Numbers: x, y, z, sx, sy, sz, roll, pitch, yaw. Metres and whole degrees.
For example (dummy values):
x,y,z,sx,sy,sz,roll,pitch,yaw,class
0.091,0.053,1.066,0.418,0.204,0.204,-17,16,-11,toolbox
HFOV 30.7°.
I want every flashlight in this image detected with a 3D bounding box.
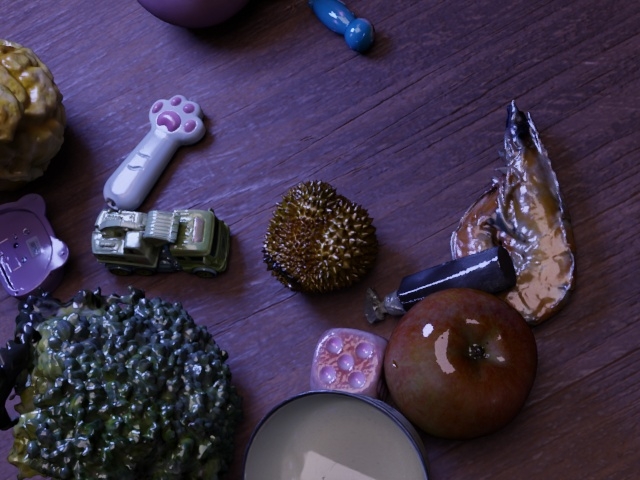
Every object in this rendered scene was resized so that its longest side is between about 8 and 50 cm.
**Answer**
x,y,z,sx,sy,sz,roll,pitch,yaw,class
-0.249,-0.129,1.719,0.093,0.047,0.200,31,77,21,flashlight
0.029,-0.329,1.741,0.129,0.051,0.051,40,81,25,flashlight

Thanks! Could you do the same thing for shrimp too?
x,y,z,sx,sy,sz,roll,pitch,yaw,class
0.252,-0.035,1.568,0.164,0.062,0.317,-8,70,11,shrimp

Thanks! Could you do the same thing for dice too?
x,y,z,sx,sy,sz,roll,pitch,yaw,class
0.041,0.169,1.510,0.091,0.093,0.094,10,71,15,dice

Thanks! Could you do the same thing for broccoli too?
x,y,z,sx,sy,sz,roll,pitch,yaw,class
-0.266,0.200,1.458,0.272,0.324,0.334,-40,54,5,broccoli

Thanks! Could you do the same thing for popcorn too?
x,y,z,sx,sy,sz,roll,pitch,yaw,class
-0.500,-0.180,1.643,0.265,0.332,0.225,3,94,-4,popcorn

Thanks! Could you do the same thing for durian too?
x,y,z,sx,sy,sz,roll,pitch,yaw,class
0.000,0.000,1.570,0.158,0.137,0.168,13,61,38,durian

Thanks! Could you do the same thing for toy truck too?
x,y,z,sx,sy,sz,roll,pitch,yaw,class
-0.231,-0.005,1.626,0.191,0.116,0.085,1,70,13,toy truck

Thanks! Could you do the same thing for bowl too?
x,y,z,sx,sy,sz,roll,pitch,yaw,class
0.033,0.289,1.423,0.237,0.126,0.238,1,92,18,bowl

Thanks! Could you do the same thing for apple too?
x,y,z,sx,sy,sz,roll,pitch,yaw,class
0.173,0.151,1.433,0.188,0.174,0.188,2,74,-7,apple

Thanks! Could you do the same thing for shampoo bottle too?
x,y,z,sx,sy,sz,roll,pitch,yaw,class
0.151,0.062,1.530,0.207,0.057,0.063,-20,36,24,shampoo bottle

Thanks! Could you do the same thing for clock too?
x,y,z,sx,sy,sz,roll,pitch,yaw,class
-0.423,0.011,1.696,0.110,0.050,0.153,-31,66,-2,clock

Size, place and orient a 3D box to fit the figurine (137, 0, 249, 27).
x,y,z,sx,sy,sz,roll,pitch,yaw,class
-0.182,-0.424,1.751,0.269,0.261,0.211,32,105,21,figurine
